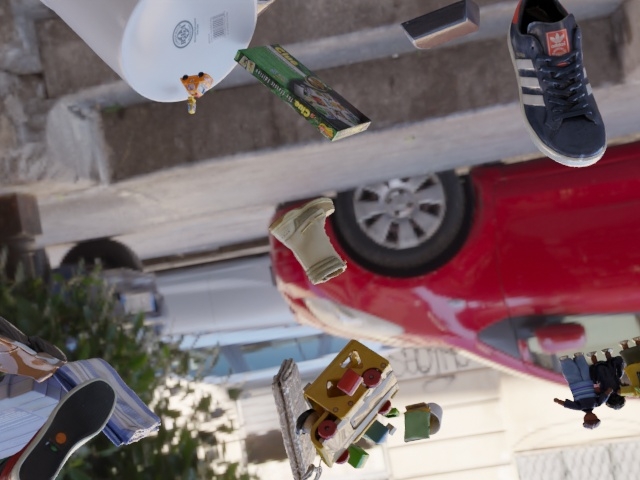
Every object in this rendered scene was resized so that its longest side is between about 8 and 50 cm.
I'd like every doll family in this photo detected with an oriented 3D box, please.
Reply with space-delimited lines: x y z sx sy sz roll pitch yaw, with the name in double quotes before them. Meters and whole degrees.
"doll family" 0.433 0.205 1.194 0.193 0.111 0.076 -20 159 21

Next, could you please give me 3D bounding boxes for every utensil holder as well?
"utensil holder" -0.356 -0.499 1.621 0.327 0.385 0.327 -32 149 -21

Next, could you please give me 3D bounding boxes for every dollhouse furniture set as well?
"dollhouse furniture set" 0.147 0.367 1.678 0.151 0.076 0.058 -20 137 35

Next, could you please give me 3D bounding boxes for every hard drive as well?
"hard drive" 0.286 -0.496 1.922 0.172 0.054 0.254 -17 -177 18

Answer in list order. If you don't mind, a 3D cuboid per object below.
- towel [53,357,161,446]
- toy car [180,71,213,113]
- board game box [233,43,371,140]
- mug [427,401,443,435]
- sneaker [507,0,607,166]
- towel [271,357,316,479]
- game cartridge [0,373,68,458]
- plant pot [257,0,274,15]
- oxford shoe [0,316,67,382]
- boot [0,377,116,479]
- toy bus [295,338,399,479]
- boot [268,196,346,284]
"towel" -0.416 0.311 1.635 0.034 0.209 0.285 -44 175 -4
"toy car" -0.226 -0.270 1.551 0.060 0.040 0.122 -1 162 0
"board game box" -0.033 -0.289 1.597 0.136 0.259 0.030 -28 155 -52
"mug" 0.242 0.398 1.879 0.078 0.062 0.064 -6 -166 24
"sneaker" 0.408 -0.297 1.439 0.131 0.350 0.148 -12 152 -3
"towel" -0.066 0.448 2.068 0.049 0.282 0.187 -11 -173 9
"game cartridge" -0.632 0.356 1.658 0.355 0.068 0.230 -21 140 19
"plant pot" -0.214 -0.619 1.992 0.263 0.263 0.229 -8 -177 -40
"oxford shoe" -0.526 0.179 1.377 0.076 0.212 0.076 -47 -144 0
"boot" -0.475 0.349 1.464 0.176 0.088 0.244 -29 -163 47
"toy bus" 0.023 0.245 1.231 0.104 0.191 0.202 30 -160 34
"boot" 0.000 0.000 2.160 0.095 0.203 0.262 -42 172 31
